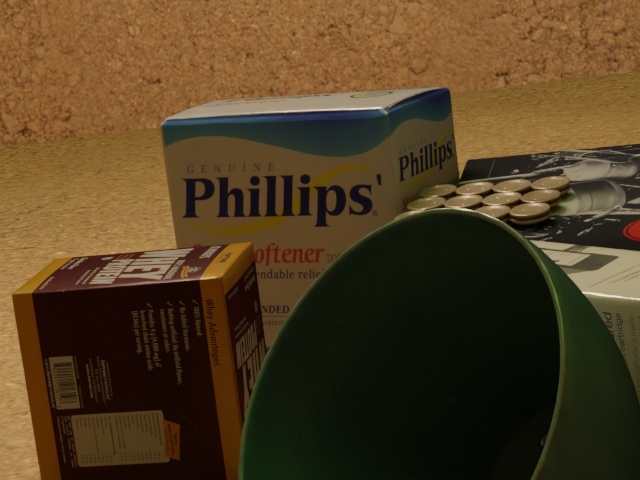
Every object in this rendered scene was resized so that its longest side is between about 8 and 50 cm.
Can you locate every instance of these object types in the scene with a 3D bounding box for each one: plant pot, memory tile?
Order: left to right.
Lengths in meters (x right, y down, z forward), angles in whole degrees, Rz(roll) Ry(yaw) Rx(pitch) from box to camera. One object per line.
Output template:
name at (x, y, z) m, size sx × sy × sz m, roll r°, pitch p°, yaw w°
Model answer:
plant pot at (0.112, 0.148, 1.342) m, size 0.195 × 0.290 × 0.290 m, roll 29°, pitch -15°, yaw -39°
memory tile at (0.150, -0.033, 1.767) m, size 0.148 × 0.012 × 0.113 m, roll -3°, pitch 19°, yaw 22°

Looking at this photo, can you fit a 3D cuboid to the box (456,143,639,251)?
box at (0.279, 0.038, 1.795) m, size 0.312 × 0.179 × 0.343 m, roll -6°, pitch 17°, yaw 13°

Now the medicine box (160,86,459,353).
medicine box at (0.000, 0.000, 1.941) m, size 0.263 × 0.289 × 0.149 m, roll -1°, pitch 14°, yaw 29°

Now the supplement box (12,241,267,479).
supplement box at (-0.155, 0.114, 1.746) m, size 0.194 × 0.191 × 0.129 m, roll -5°, pitch 13°, yaw 11°

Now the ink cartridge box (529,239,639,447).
ink cartridge box at (0.203, 0.112, 1.514) m, size 0.115 × 0.198 × 0.273 m, roll -19°, pitch 16°, yaw -38°
